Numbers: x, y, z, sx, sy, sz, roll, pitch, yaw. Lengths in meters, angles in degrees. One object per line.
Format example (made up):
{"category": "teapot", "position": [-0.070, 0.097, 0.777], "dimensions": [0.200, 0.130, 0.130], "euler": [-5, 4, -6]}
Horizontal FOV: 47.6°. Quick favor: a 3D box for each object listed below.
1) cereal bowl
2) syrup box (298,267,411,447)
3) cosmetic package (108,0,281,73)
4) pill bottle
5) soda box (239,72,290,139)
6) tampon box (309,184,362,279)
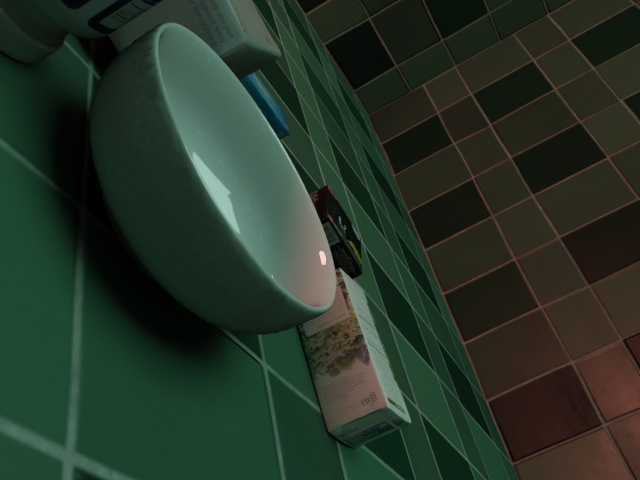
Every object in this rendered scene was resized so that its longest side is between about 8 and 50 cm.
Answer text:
{"category": "cereal bowl", "position": [-0.124, -0.047, 0.762], "dimensions": [0.338, 0.141, 0.339], "euler": [57, 13, -21]}
{"category": "syrup box", "position": [0.040, 0.169, 1.058], "dimensions": [0.096, 0.093, 0.236], "euler": [45, 21, -53]}
{"category": "cosmetic package", "position": [-0.184, -0.323, 1.010], "dimensions": [0.217, 0.156, 0.385], "euler": [62, 7, -11]}
{"category": "pill bottle", "position": [-0.202, -0.284, 0.675], "dimensions": [0.153, 0.265, 0.153], "euler": [58, 12, -20]}
{"category": "soda box", "position": [-0.140, -0.270, 1.327], "dimensions": [0.210, 0.067, 0.071], "euler": [53, 15, -36]}
{"category": "tampon box", "position": [0.000, 0.000, 1.233], "dimensions": [0.120, 0.102, 0.161], "euler": [58, 13, -19]}
